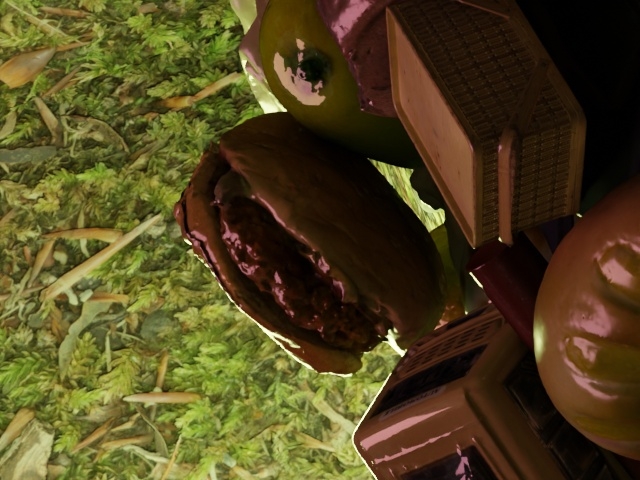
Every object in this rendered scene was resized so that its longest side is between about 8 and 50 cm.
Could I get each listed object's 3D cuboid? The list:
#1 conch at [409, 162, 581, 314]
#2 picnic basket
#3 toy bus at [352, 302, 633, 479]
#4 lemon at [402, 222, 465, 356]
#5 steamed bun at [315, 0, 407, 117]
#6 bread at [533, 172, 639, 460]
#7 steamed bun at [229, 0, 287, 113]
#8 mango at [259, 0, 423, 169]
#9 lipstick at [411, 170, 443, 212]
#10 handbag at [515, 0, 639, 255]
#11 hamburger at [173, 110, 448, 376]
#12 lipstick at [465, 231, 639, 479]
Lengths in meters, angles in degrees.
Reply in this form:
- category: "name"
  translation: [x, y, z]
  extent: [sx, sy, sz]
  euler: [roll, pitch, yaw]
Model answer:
- category: "conch"
  translation: [0.194, 0.035, 1.691]
  extent: [0.275, 0.149, 0.183]
  euler: [65, -170, 1]
- category: "picnic basket"
  translation: [0.109, -0.088, 1.296]
  extent: [0.115, 0.079, 0.164]
  euler: [83, 164, -53]
- category: "toy bus"
  translation: [0.197, 0.237, 1.571]
  extent: [0.365, 0.177, 0.202]
  euler: [54, -143, -9]
- category: "lemon"
  translation: [0.168, 0.069, 1.888]
  extent: [0.231, 0.192, 0.192]
  euler: [85, 164, -59]
- category: "steamed bun"
  translation: [0.044, -0.181, 1.415]
  extent: [0.175, 0.106, 0.145]
  euler: [84, 165, -58]
- category: "bread"
  translation: [0.230, 0.071, 1.333]
  extent: [0.158, 0.156, 0.260]
  euler: [-113, 4, -45]
- category: "steamed bun"
  translation: [0.004, -0.257, 2.191]
  extent: [0.309, 0.219, 0.324]
  euler: [79, 170, -63]
- category: "mango"
  translation: [0.076, -0.158, 1.743]
  extent: [0.343, 0.156, 0.192]
  euler: [15, -123, -55]
- category: "lipstick"
  translation: [0.143, -0.093, 2.351]
  extent: [0.186, 0.057, 0.063]
  euler: [92, 158, -72]
- category: "handbag"
  translation: [0.156, -0.159, 1.464]
  extent: [0.269, 0.118, 0.325]
  euler: [86, 165, -51]
- category: "hamburger"
  translation: [0.001, 0.000, 1.705]
  extent: [0.259, 0.144, 0.283]
  euler: [47, -161, -10]
- category: "lipstick"
  translation: [0.241, 0.140, 1.493]
  extent: [0.356, 0.057, 0.057]
  euler: [51, 179, -11]
